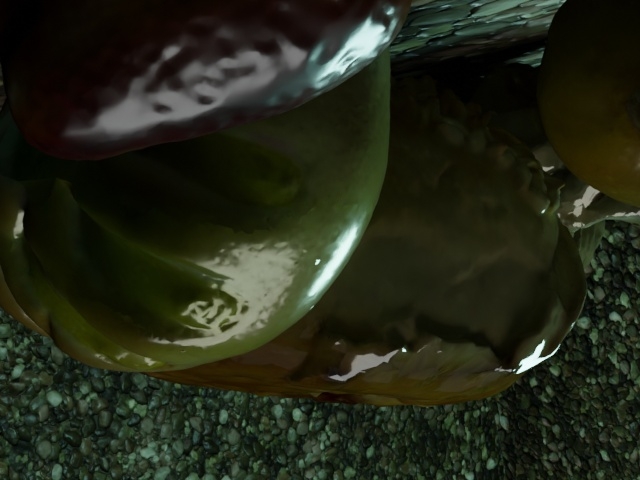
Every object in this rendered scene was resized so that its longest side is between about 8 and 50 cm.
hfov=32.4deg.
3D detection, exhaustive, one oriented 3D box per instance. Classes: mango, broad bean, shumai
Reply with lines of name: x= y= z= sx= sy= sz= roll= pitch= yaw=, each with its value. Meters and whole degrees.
mango: x=0.270 y=-0.111 z=0.638 sx=0.329 sy=0.176 sz=0.177 roll=-11 pitch=-135 yaw=-23
broad bean: x=-0.044 y=-0.085 z=0.436 sx=0.165 sy=0.085 sz=0.114 roll=-12 pitch=171 yaw=-14
shumai: x=0.182 y=-0.038 z=1.050 sx=0.314 sy=0.267 sz=0.262 roll=-18 pitch=-175 yaw=-18

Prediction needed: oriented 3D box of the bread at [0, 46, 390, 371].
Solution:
bread: x=-0.062 y=-0.027 z=0.563 sx=0.156 sy=0.261 sz=0.158 roll=38 pitch=-161 yaw=32

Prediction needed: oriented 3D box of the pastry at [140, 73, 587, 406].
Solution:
pastry: x=0.000 y=0.000 z=0.856 sx=0.409 sy=0.245 sz=0.409 roll=5 pitch=170 yaw=1
